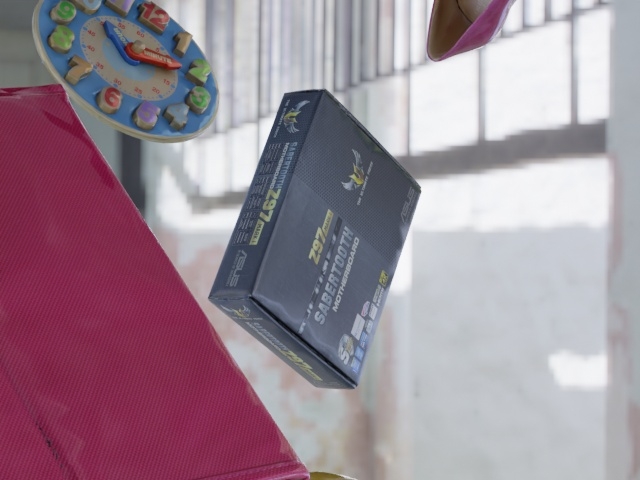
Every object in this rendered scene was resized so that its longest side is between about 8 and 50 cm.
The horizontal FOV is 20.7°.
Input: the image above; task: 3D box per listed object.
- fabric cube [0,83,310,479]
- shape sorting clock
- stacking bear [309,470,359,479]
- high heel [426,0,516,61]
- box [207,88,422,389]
[{"bbox_3d":[-0.212,0.102,0.818,0.259,0.258,0.254,-4,139,-44],"label":"fabric cube"},{"bbox_3d":[-0.188,-0.179,1.724,0.206,0.206,0.040,3,138,-45],"label":"shape sorting clock"},{"bbox_3d":[-0.007,0.230,1.181,0.289,0.164,0.175,25,-177,37],"label":"stacking bear"},{"bbox_3d":[0.129,-0.239,1.489,0.082,0.117,0.244,43,170,13],"label":"high heel"},{"bbox_3d":[0.000,0.000,1.679,0.059,0.233,0.183,-3,147,39],"label":"box"}]
